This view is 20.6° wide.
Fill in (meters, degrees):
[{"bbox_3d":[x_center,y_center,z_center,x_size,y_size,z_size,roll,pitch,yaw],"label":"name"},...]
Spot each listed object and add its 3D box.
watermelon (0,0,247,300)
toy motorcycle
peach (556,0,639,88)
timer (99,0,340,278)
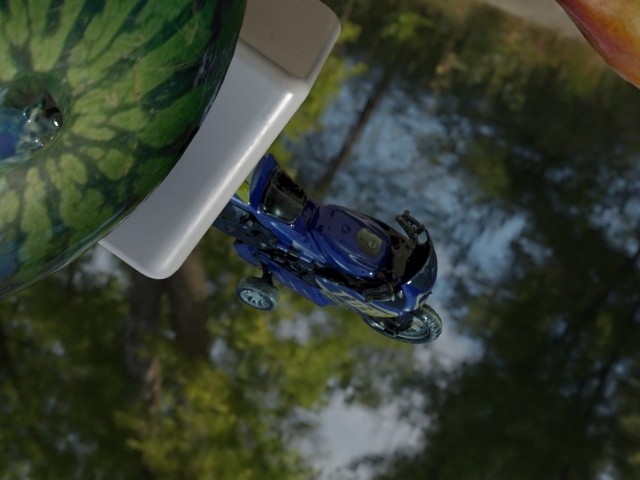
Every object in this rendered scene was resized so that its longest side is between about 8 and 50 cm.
[{"bbox_3d":[-0.191,-0.137,0.704,0.363,0.363,0.363,21,-166,-5],"label":"watermelon"},{"bbox_3d":[0.000,0.000,1.592,0.315,0.113,0.169,33,153,-16],"label":"toy motorcycle"},{"bbox_3d":[0.365,-0.264,1.625,0.308,0.289,0.289,5,-170,14],"label":"peach"},{"bbox_3d":[-0.123,-0.122,1.312,0.194,0.195,0.192,35,-156,-6],"label":"timer"}]
